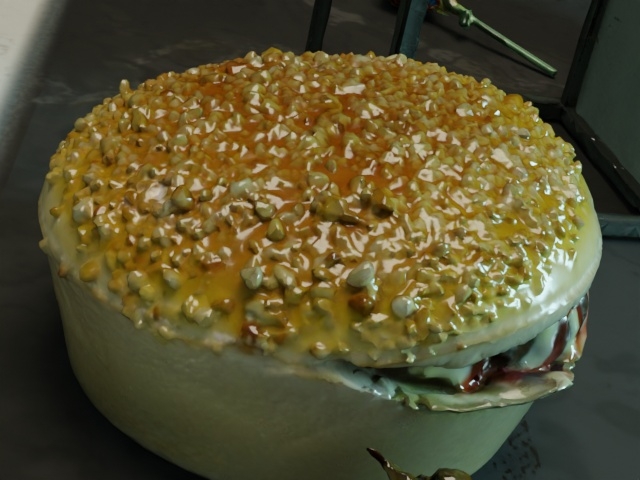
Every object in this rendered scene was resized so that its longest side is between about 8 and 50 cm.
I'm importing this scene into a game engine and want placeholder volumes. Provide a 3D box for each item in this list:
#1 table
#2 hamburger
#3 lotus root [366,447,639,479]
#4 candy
[{"bbox_3d":[0.143,-0.199,0.954,0.272,0.335,0.222,4,31,-16],"label":"table"},{"bbox_3d":[0.000,0.000,0.713,0.302,0.170,0.302,10,29,-5],"label":"hamburger"},{"bbox_3d":[0.140,0.161,0.530,0.278,0.154,0.154,15,29,1],"label":"lotus root"},{"bbox_3d":[0.141,-0.208,1.272,0.201,0.060,0.060,38,36,23],"label":"candy"}]
